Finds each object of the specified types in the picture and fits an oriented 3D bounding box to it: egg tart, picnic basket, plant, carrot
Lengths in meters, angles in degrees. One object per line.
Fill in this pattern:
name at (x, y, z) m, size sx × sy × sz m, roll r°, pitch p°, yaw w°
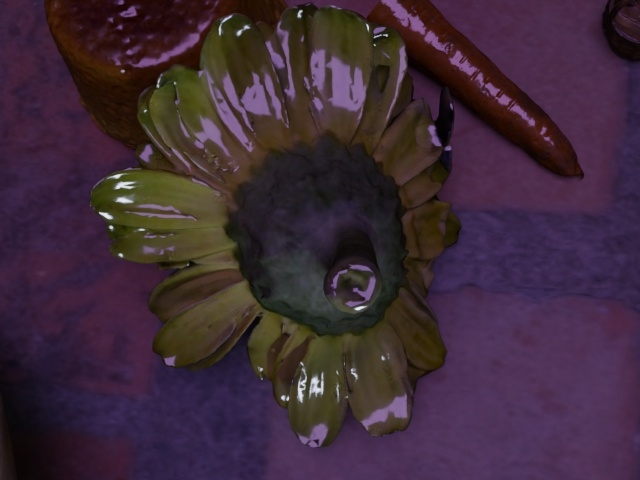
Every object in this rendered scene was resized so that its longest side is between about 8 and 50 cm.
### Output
egg tart at (-0.125, -0.179, 0.666) m, size 0.203 × 0.147 × 0.202 m, roll -1°, pitch 77°, yaw 5°
picnic basket at (0.267, -0.189, 0.662) m, size 0.072 × 0.083 × 0.072 m, roll -1°, pitch 80°, yaw 6°
plant at (0.017, -0.023, 0.568) m, size 0.306 × 0.297 × 0.261 m, roll 46°, pitch 60°, yaw -7°
carrot at (0.133, -0.127, 0.682) m, size 0.224 × 0.057 × 0.057 m, roll 43°, pitch 86°, yaw 8°

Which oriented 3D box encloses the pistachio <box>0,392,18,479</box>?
pistachio at (-0.337, 0.265, 0.530) m, size 0.365 × 0.281 × 0.445 m, roll -18°, pitch 57°, yaw 37°
